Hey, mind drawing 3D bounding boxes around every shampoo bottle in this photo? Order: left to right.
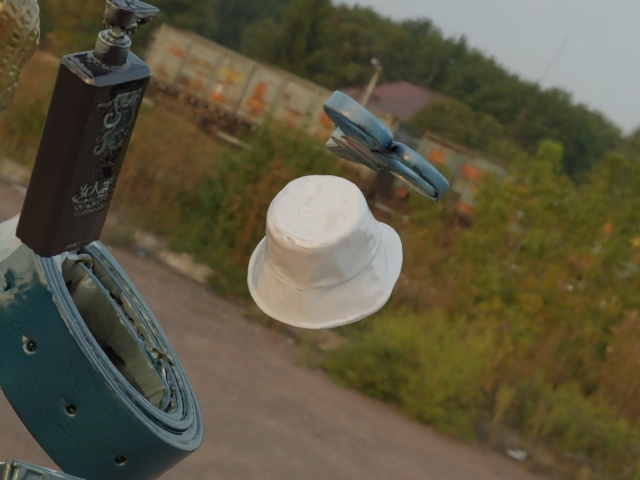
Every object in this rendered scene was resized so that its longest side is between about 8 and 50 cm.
[{"bbox_3d":[-0.254,-0.127,1.390,0.071,0.309,0.098,39,35,27],"label":"shampoo bottle"}]

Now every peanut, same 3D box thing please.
[{"bbox_3d":[-0.509,-0.305,2.031,0.095,0.225,0.108,30,15,37],"label":"peanut"}]

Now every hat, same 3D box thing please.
[{"bbox_3d":[0.000,0.000,1.554,0.203,0.203,0.126,26,-29,24],"label":"hat"}]

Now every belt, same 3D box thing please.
[{"bbox_3d":[-0.341,0.156,1.831,0.436,0.173,0.300,54,10,17],"label":"belt"}]

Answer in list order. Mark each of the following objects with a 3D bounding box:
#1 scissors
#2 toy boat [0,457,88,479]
[{"bbox_3d":[0.040,-0.087,1.139,0.125,0.030,0.256,39,-1,-11],"label":"scissors"},{"bbox_3d":[-0.143,0.244,0.923,0.122,0.114,0.296,-4,-24,34],"label":"toy boat"}]
